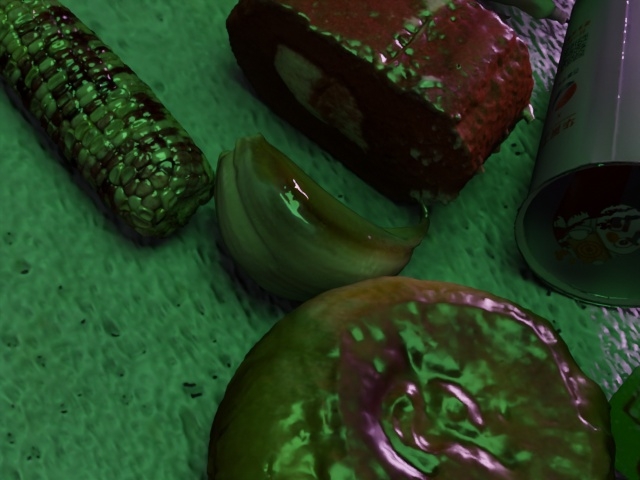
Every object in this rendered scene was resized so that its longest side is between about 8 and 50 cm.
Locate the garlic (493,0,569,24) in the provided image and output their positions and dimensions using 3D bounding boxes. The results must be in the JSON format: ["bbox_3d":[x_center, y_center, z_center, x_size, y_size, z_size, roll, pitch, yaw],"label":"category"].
[{"bbox_3d":[0.073,-0.313,1.811,0.231,0.246,0.340,-36,82,3],"label":"garlic"}]

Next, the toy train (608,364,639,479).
[{"bbox_3d":[0.395,0.149,1.567,0.307,0.249,0.173,37,44,7],"label":"toy train"}]

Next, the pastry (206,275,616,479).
[{"bbox_3d":[0.078,0.190,1.501,0.356,0.164,0.356,5,58,-8],"label":"pastry"}]

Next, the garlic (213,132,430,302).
[{"bbox_3d":[-0.006,0.004,1.610,0.207,0.115,0.128,25,27,-27],"label":"garlic"}]

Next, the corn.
[{"bbox_3d":[-0.207,-0.123,1.639,0.098,0.098,0.290,-33,70,-31],"label":"corn"}]

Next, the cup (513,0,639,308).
[{"bbox_3d":[0.291,-0.106,1.741,0.203,0.203,0.288,17,49,-8],"label":"cup"}]

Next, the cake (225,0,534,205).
[{"bbox_3d":[0.053,-0.153,1.692,0.283,0.177,0.151,33,56,10],"label":"cake"}]
